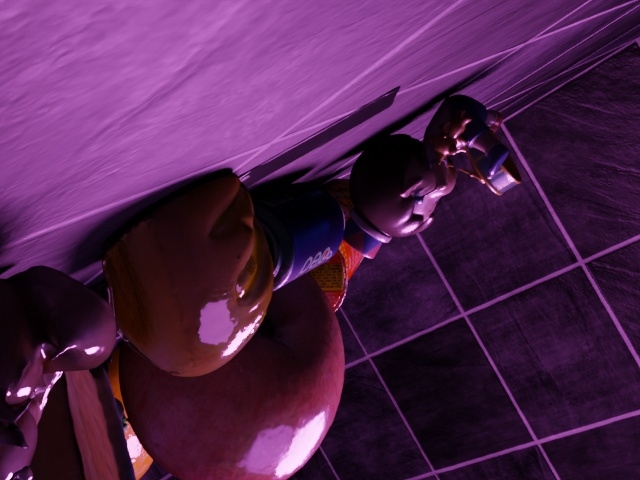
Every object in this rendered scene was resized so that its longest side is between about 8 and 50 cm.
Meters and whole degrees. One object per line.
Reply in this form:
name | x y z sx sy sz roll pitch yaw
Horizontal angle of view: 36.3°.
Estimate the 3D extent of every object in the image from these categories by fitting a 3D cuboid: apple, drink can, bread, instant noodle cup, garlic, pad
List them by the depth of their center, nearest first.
garlic | -0.232 0.127 0.647 0.237 0.210 0.292 -23 -173 -1
bread | -0.116 0.046 0.960 0.158 0.156 0.261 -27 178 -27
pad | -0.003 -0.104 1.025 0.193 0.004 0.116 -30 179 -2
drink can | -0.048 -0.008 1.236 0.118 0.118 0.205 -30 178 27
apple | -0.116 0.159 1.326 0.345 0.345 0.269 -29 156 -29
instant noodle cup | 0.000 0.000 1.527 0.193 0.193 0.212 -31 -174 35

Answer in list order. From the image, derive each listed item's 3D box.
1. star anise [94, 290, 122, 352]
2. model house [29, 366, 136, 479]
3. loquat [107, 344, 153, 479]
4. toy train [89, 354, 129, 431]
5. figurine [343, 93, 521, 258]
star anise | -0.332 0.140 1.202 0.229 0.093 0.236 -31 180 23
model house | -0.368 0.328 0.991 0.382 0.334 0.342 -18 151 -8
loquat | -0.436 0.353 1.755 0.328 0.359 0.328 -14 -163 4
toy train | -0.388 0.230 1.366 0.188 0.132 0.243 -27 -152 -34
figurine | 0.140 -0.085 1.374 0.275 0.158 0.161 -30 -161 24
